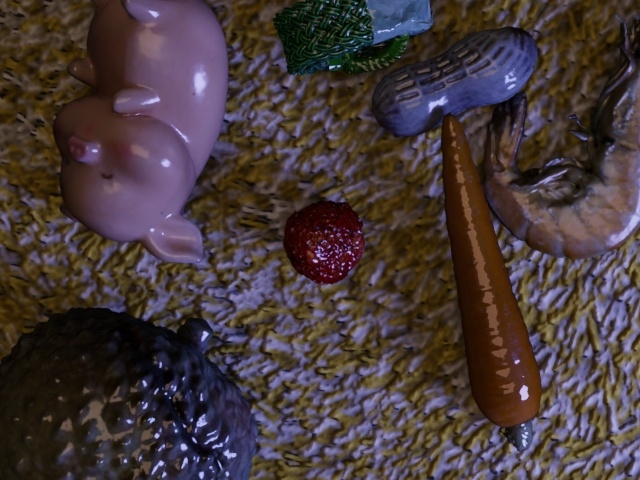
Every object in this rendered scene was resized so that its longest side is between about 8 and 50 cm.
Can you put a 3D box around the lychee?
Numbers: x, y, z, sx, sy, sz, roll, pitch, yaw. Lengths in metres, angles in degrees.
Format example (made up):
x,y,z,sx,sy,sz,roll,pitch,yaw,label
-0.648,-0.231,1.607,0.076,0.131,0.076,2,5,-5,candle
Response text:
x,y,z,sx,sy,sz,roll,pitch,yaw,label
-0.189,0.182,1.313,0.255,0.255,0.274,38,86,1,lychee

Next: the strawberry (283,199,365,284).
x,y,z,sx,sy,sz,roll,pitch,yaw,label
0.000,0.000,1.371,0.083,0.096,0.083,4,101,21,strawberry

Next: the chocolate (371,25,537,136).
x,y,z,sx,sy,sz,roll,pitch,yaw,label
0.128,-0.151,1.361,0.167,0.072,0.072,-22,92,5,chocolate

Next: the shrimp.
x,y,z,sx,sy,sz,roll,pitch,yaw,label
0.252,-0.129,1.364,0.169,0.058,0.296,16,98,6,shrimp

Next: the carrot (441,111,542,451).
x,y,z,sx,sy,sz,roll,pitch,yaw,label
0.152,0.043,1.363,0.069,0.069,0.336,-14,98,5,carrot

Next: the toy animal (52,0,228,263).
x,y,z,sx,sy,sz,roll,pitch,yaw,label
-0.168,-0.118,1.349,0.154,0.166,0.250,8,104,-39,toy animal

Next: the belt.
x,y,z,sx,sy,sz,roll,pitch,yaw,label
0.035,-0.196,1.341,0.151,0.121,0.079,-21,90,1,belt
